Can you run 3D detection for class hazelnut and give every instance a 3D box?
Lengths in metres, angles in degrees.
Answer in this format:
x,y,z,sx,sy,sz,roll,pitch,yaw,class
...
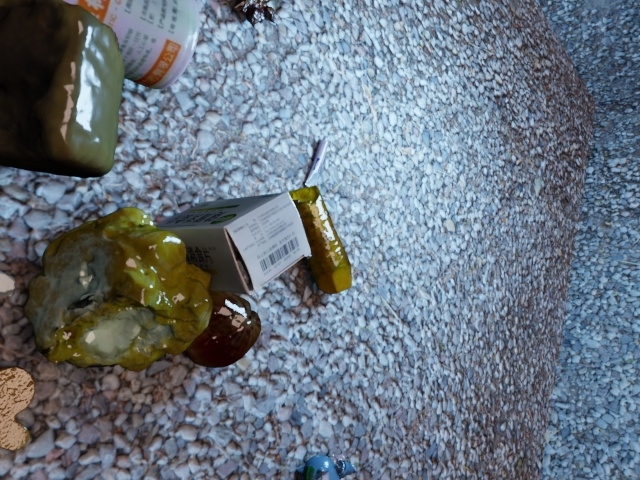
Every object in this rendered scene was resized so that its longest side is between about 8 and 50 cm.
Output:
x,y,z,sx,sy,sz,roll,pitch,yaw,class
-0.231,0.186,1.135,0.178,0.177,0.204,-46,116,-35,hazelnut

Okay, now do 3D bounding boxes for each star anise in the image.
x,y,z,sx,sy,sz,roll,pitch,yaw,class
-0.177,-0.631,1.338,0.167,0.057,0.168,17,67,-46,star anise

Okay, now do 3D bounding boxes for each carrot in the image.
x,y,z,sx,sy,sz,roll,pitch,yaw,class
0.000,0.000,1.402,0.114,0.114,0.302,-31,106,-40,carrot

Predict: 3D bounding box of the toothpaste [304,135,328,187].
x,y,z,sx,sy,sz,roll,pitch,yaw,class
-0.006,-0.224,1.471,0.045,0.028,0.170,33,67,-43,toothpaste

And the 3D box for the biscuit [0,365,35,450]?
x,y,z,sx,sy,sz,roll,pitch,yaw,class
-0.590,0.330,0.883,0.158,0.035,0.240,47,58,-31,biscuit

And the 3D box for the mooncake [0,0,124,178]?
x,y,z,sx,sy,sz,roll,pitch,yaw,class
-0.509,-0.243,0.771,0.394,0.393,0.247,16,78,-43,mooncake

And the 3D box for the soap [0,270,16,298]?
x,y,z,sx,sy,sz,roll,pitch,yaw,class
-0.647,-0.023,0.781,0.257,0.158,0.303,-14,98,-39,soap

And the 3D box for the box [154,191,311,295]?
x,y,z,sx,sy,sz,roll,pitch,yaw,class
-0.197,0.004,1.069,0.173,0.332,0.145,-35,114,-39,box

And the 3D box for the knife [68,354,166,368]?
x,y,z,sx,sy,sz,roll,pitch,yaw,class
-0.420,0.243,1.055,0.222,0.021,0.046,15,73,-40,knife

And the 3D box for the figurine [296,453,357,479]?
x,y,z,sx,sy,sz,roll,pitch,yaw,class
0.026,0.641,1.372,0.178,0.114,0.145,6,83,-50,figurine

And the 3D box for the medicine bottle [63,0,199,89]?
x,y,z,sx,sy,sz,roll,pitch,yaw,class
-0.438,-0.443,0.944,0.388,0.219,0.219,12,78,-49,medicine bottle

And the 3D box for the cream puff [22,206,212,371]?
x,y,z,sx,sy,sz,roll,pitch,yaw,class
-0.365,0.093,0.974,0.270,0.323,0.275,43,24,-61,cream puff
